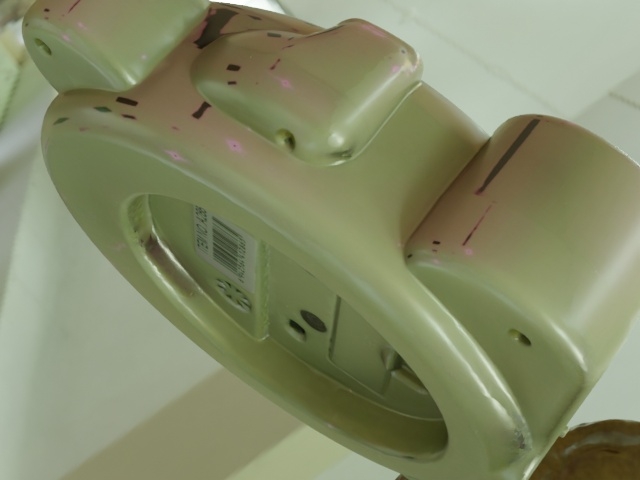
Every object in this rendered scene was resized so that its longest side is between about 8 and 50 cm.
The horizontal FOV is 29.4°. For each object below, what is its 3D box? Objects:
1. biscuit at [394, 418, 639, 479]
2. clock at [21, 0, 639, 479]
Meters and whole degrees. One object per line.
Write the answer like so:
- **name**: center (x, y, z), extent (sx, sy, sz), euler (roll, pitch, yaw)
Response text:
- **biscuit**: center (0.198, 0.265, 0.746), extent (0.359, 0.381, 0.074), euler (-60, -177, -23)
- **clock**: center (0.000, 0.000, 0.614), extent (0.114, 0.309, 0.284), euler (-51, 166, -21)
